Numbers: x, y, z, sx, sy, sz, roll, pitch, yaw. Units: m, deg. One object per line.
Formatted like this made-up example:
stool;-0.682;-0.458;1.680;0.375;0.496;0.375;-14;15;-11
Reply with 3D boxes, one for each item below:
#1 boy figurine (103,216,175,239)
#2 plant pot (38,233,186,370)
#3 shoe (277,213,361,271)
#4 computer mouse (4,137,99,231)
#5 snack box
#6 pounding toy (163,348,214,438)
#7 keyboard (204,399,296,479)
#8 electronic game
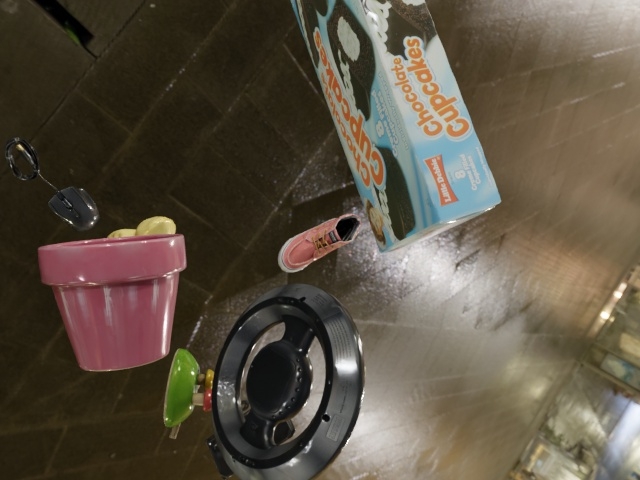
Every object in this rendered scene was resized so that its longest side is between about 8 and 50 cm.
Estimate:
boy figurine;-0.474;0.040;1.334;0.285;0.177;0.092;-51;168;13
plant pot;-0.299;0.087;0.788;0.201;0.201;0.180;-8;96;-48
shoe;0.000;0.000;1.036;0.178;0.081;0.063;-33;97;-34
computer mouse;-0.494;-0.094;0.990;0.071;0.041;0.242;-38;142;-9
snack box;0.050;-0.156;0.504;0.060;0.321;0.187;-18;174;-10
pounding toy;-0.307;0.374;1.301;0.237;0.110;0.183;104;-8;-53
keyboard;-0.131;0.337;0.948;0.180;0.108;0.023;-38;158;18
electronic game;-0.046;0.160;0.607;0.048;0.229;0.229;28;94;-44
